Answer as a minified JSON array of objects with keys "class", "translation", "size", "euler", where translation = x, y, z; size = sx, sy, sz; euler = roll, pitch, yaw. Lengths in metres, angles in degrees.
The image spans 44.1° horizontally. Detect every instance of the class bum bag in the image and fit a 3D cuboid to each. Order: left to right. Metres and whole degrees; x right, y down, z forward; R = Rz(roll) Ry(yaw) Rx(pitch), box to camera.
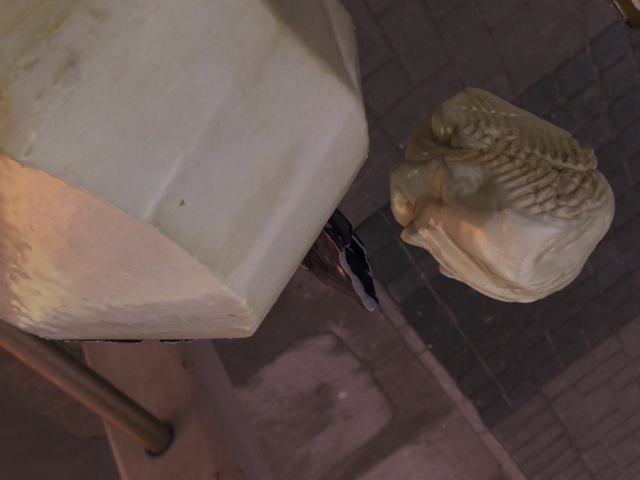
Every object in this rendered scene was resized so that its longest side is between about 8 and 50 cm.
[{"class":"bum bag","translation":[0.000,0.000,0.865],"size":[0.074,0.310,0.137],"euler":[-33,100,-2]}]

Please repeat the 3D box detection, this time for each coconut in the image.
[{"class":"coconut","translation":[-0.126,-0.067,0.546],"size":[0.323,0.323,0.323],"euler":[-14,127,-19]}]

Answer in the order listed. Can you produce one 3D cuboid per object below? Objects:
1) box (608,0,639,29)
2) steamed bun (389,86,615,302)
[{"class":"box","translation":[0.309,-0.241,0.415],"size":[0.420,0.373,0.138],"euler":[19,86,-54]},{"class":"steamed bun","translation":[0.213,-0.045,1.012],"size":[0.276,0.289,0.203],"euler":[-15,134,-38]}]
